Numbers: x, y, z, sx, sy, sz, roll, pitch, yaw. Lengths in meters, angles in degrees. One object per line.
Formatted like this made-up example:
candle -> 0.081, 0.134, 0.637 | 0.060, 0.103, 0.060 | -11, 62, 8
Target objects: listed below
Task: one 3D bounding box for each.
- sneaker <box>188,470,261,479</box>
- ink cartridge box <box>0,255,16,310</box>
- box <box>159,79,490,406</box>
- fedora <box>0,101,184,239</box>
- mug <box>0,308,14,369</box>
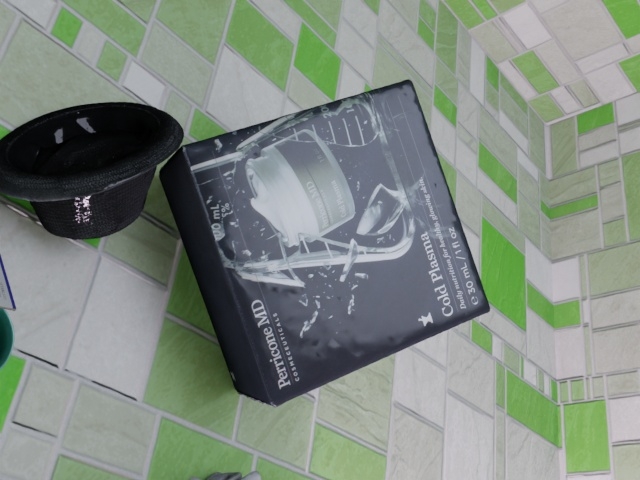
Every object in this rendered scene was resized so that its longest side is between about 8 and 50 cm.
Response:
sneaker -> -0.111, 0.533, 1.367 | 0.365, 0.137, 0.210 | 16, 66, -43
ink cartridge box -> -0.566, 0.002, 0.934 | 0.371, 0.069, 0.176 | 25, 33, -59
box -> 0.000, 0.000, 1.452 | 0.471, 0.297, 0.480 | -20, 92, -20
fedora -> -0.385, -0.109, 1.259 | 0.334, 0.333, 0.153 | -49, 146, -49
mug -> -0.518, 0.134, 1.068 | 0.129, 0.097, 0.158 | 40, 47, -33
